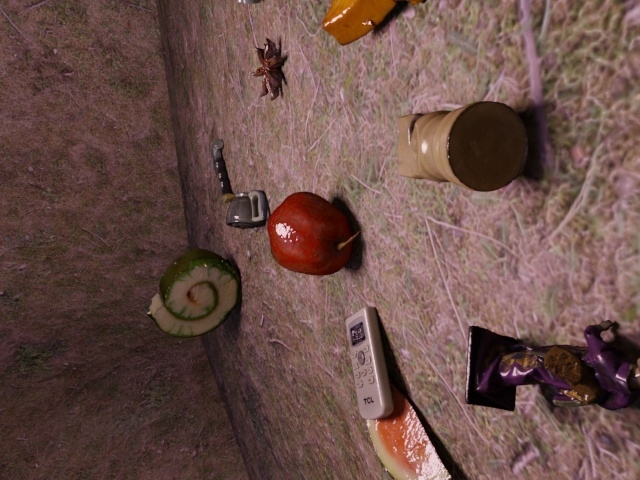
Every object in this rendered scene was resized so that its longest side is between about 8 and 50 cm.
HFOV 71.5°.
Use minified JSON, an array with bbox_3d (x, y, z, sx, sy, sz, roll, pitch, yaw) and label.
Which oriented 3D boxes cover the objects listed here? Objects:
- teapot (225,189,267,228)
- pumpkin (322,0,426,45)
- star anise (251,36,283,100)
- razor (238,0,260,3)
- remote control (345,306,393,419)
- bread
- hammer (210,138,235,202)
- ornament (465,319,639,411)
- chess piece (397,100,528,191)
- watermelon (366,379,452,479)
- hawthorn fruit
[{"bbox_3d":[-0.222,-0.095,1.320,0.149,0.111,0.108,156,115,-72],"label":"teapot"},{"bbox_3d":[0.066,-0.399,0.515,0.258,0.095,0.290,-152,57,-66],"label":"pumpkin"},{"bbox_3d":[-0.115,-0.384,1.005,0.141,0.042,0.141,35,130,55],"label":"star anise"},{"bbox_3d":[-0.227,-0.628,1.021,0.232,0.068,0.106,32,133,28],"label":"razor"},{"bbox_3d":[0.085,0.221,0.799,0.087,0.029,0.190,133,135,-55],"label":"remote control"},{"bbox_3d":[-0.511,0.218,1.794,0.129,0.382,0.366,46,154,45],"label":"bread"},{"bbox_3d":[-0.371,-0.247,1.670,0.159,0.041,0.226,133,122,-63],"label":"hammer"},{"bbox_3d":[0.237,0.112,0.411,0.203,0.088,0.081,-30,48,53],"label":"ornament"},{"bbox_3d":[0.139,-0.108,0.521,0.200,0.090,0.090,-141,43,-73],"label":"chess piece"},{"bbox_3d":[0.141,0.331,0.754,0.245,0.063,0.119,-129,51,-59],"label":"watermelon"},{"bbox_3d":[0.000,0.000,0.828,0.204,0.163,0.162,27,127,39],"label":"hawthorn fruit"}]
